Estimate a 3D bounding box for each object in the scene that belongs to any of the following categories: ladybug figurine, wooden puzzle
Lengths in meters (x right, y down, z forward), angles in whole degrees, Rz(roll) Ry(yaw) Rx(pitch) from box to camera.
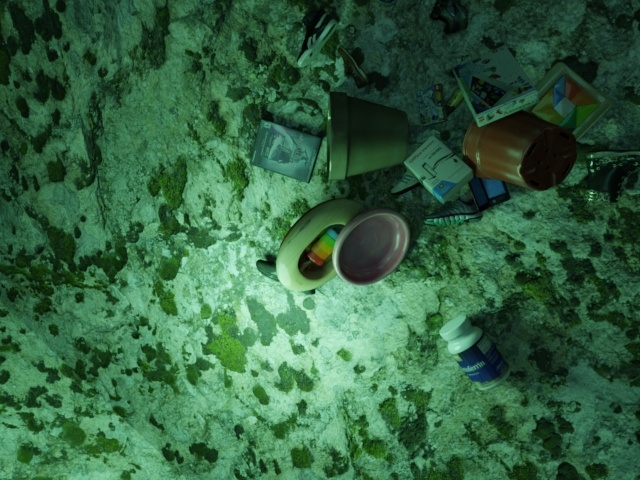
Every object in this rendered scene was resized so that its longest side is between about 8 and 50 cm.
[{"bbox_3d":[0.000,0.000,1.752,0.449,0.162,0.305,-44,129,2],"label":"ladybug figurine"},{"bbox_3d":[0.842,-0.463,1.543,0.239,0.044,0.221,42,107,5],"label":"wooden puzzle"}]

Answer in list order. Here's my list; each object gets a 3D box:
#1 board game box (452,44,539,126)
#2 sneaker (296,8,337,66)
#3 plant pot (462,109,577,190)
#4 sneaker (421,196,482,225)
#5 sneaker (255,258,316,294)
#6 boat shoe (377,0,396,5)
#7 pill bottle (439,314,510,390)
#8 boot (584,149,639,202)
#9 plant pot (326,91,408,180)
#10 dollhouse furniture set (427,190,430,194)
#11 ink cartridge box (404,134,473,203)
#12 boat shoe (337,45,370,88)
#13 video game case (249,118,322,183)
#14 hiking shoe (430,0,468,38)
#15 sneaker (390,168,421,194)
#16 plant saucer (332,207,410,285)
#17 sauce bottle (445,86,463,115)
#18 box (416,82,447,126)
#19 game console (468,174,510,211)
[{"bbox_3d":[0.581,-0.527,1.496,0.193,0.305,0.053,-20,137,18],"label":"board game box"},{"bbox_3d":[-0.045,-0.791,1.720,0.121,0.079,0.216,43,99,8],"label":"sneaker"},{"bbox_3d":[0.659,-0.296,1.451,0.273,0.265,0.272,-6,115,-13],"label":"plant pot"},{"bbox_3d":[0.498,-0.112,1.694,0.224,0.083,0.098,-5,77,12],"label":"sneaker"},{"bbox_3d":[-0.136,0.128,1.894,0.287,0.109,0.130,21,95,4],"label":"sneaker"},{"bbox_3d":[0.200,-0.936,1.618,0.183,0.083,0.065,45,107,4],"label":"boat shoe"},{"bbox_3d":[0.590,0.427,1.708,0.153,0.153,0.264,-38,87,18],"label":"pill bottle"},{"bbox_3d":[1.034,-0.219,1.513,0.237,0.085,0.178,5,103,21],"label":"boot"},{"bbox_3d":[0.166,-0.379,1.628,0.281,0.323,0.322,0,100,0],"label":"plant pot"},{"bbox_3d":[0.475,-0.225,1.677,0.152,0.058,0.076,-20,94,18],"label":"dollhouse furniture set"},{"bbox_3d":[0.427,-0.258,1.609,0.148,0.086,0.203,-44,66,8],"label":"ink cartridge box"},{"bbox_3d":[0.116,-0.663,1.698,0.060,0.064,0.177,-37,91,16],"label":"boat shoe"},{"bbox_3d":[-0.147,-0.371,1.842,0.275,0.026,0.195,20,104,12],"label":"video game case"},{"bbox_3d":[0.436,-0.841,1.568,0.114,0.086,0.226,-23,94,14],"label":"hiking shoe"},{"bbox_3d":[0.340,-0.237,1.721,0.162,0.057,0.075,-27,75,19],"label":"sneaker"},{"bbox_3d":[0.187,0.018,1.706,0.333,0.084,0.331,-13,123,-22],"label":"plant saucer"},{"bbox_3d":[0.487,-0.503,1.635,0.042,0.042,0.128,36,107,7],"label":"sauce bottle"},{"bbox_3d":[0.413,-0.501,1.643,0.094,0.027,0.136,-7,93,36],"label":"box"},{"bbox_3d":[0.618,-0.193,1.629,0.124,0.085,0.143,-20,94,19],"label":"game console"}]
